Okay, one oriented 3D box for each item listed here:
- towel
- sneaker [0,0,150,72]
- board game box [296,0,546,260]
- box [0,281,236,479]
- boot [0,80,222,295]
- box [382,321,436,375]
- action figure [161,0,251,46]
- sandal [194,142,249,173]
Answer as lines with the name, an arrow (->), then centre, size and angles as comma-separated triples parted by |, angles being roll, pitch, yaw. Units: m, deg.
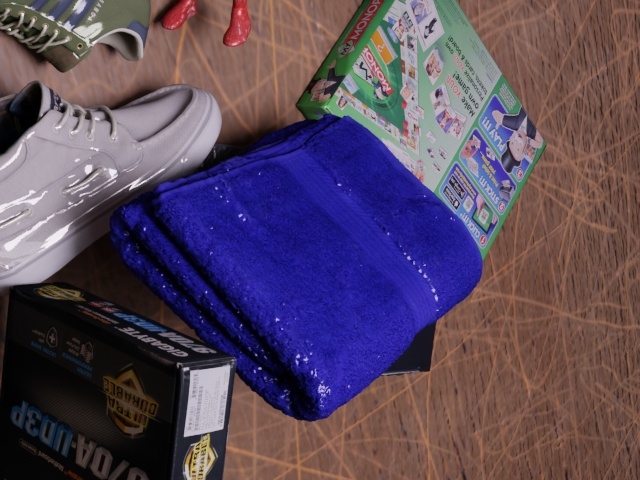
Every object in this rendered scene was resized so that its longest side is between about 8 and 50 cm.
towel -> 0.000, 0.000, 0.920 | 0.308, 0.227, 0.076 | -33, 162, -54
sneaker -> -0.209, -0.175, 0.877 | 0.192, 0.064, 0.086 | -12, 101, -46
board game box -> 0.124, -0.125, 1.229 | 0.317, 0.046, 0.213 | 48, 65, -39
box -> -0.154, 0.138, 0.802 | 0.051, 0.220, 0.175 | -2, 104, -45
boot -> -0.189, -0.077, 0.888 | 0.258, 0.095, 0.123 | -44, 138, -28
box -> 0.002, 0.067, 1.064 | 0.156, 0.158, 0.093 | 3, 96, -45
action figure -> -0.093, -0.270, 0.862 | 0.139, 0.091, 0.280 | -63, 166, -51
sandal -> -0.040, -0.046, 1.087 | 0.254, 0.054, 0.097 | 15, 80, -35
